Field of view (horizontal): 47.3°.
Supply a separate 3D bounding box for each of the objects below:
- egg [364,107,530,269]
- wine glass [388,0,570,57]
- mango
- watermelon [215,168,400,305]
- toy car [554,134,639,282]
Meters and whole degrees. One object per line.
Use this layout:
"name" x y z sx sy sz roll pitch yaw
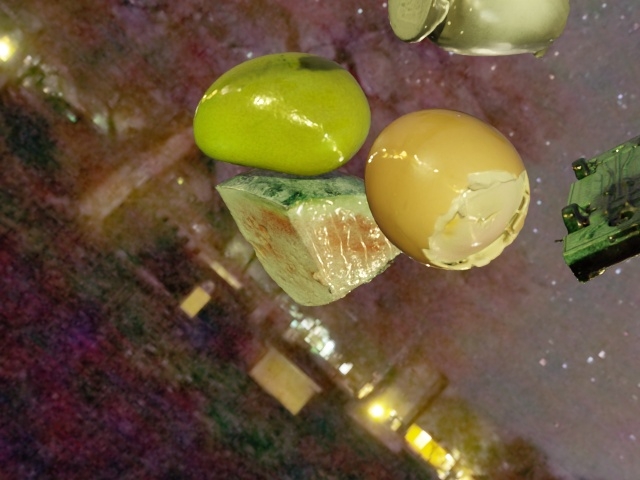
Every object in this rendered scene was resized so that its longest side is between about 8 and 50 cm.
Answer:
"egg" 0.061 -0.031 0.382 0.080 0.080 0.096 49 5 -46
"wine glass" 0.183 -0.269 0.838 0.204 0.111 0.111 -1 18 -27
"mango" -0.053 -0.198 1.126 0.273 0.185 0.149 7 14 -16
"watermelon" 0.000 0.000 1.293 0.387 0.258 0.228 7 17 -42
"toy car" 0.364 -0.047 0.867 0.097 0.141 0.321 57 30 -8
